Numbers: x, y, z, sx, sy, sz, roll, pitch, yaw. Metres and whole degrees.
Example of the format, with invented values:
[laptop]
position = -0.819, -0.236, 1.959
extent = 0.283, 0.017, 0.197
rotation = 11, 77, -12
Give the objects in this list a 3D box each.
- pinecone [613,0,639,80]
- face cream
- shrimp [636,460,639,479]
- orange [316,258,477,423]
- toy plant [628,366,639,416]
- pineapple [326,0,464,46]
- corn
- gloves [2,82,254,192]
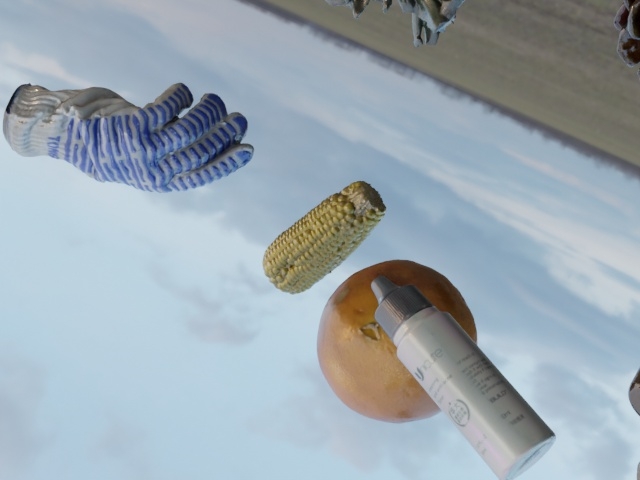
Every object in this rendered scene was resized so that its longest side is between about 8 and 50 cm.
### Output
[pinecone]
position = 0.701, -0.368, 1.727
extent = 0.398, 0.397, 0.398
rotation = 24, -169, -5
[face cream]
position = 0.165, 0.159, 1.302
extent = 0.311, 0.092, 0.092
rotation = 51, -158, 26
[shrimp]
position = 0.669, 0.469, 1.920
extent = 0.052, 0.132, 0.187
rotation = -5, -150, -33
[orange]
position = 0.122, 0.160, 1.631
extent = 0.261, 0.261, 0.261
rotation = 24, -169, -5
[toy plant]
position = 0.494, 0.168, 1.368
extent = 0.200, 0.105, 0.143
rotation = -31, -116, -32
[pineapple]
position = 0.026, -0.331, 1.106
extent = 0.310, 0.170, 0.141
rotation = 35, -141, 9
[corn]
position = 0.000, 0.000, 2.033
extent = 0.130, 0.347, 0.130
rotation = 24, -135, -26
[gloves]
position = -0.176, -0.095, 0.951
extent = 0.229, 0.097, 0.119
rotation = 2, 163, -4
